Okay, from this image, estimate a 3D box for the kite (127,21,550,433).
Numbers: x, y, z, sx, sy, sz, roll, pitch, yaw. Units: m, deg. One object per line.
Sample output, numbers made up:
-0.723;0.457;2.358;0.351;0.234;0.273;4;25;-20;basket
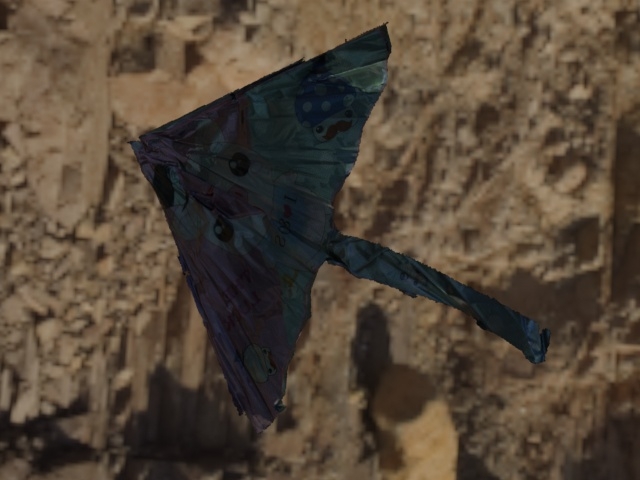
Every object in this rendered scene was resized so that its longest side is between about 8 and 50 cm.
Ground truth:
0.000;0.000;0.395;0.011;0.156;0.139;-18;127;-56;kite
